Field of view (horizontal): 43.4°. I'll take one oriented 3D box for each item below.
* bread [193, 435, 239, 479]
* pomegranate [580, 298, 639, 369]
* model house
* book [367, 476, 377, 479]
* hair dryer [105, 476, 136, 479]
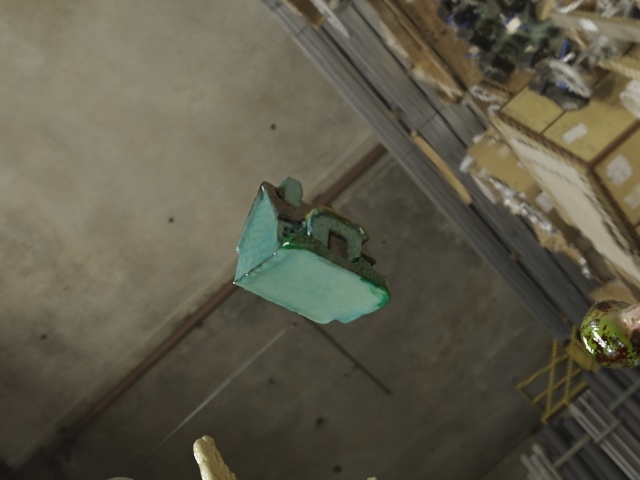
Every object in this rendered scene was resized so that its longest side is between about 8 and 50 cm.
[{"bbox_3d":[-0.230,0.583,1.911,0.250,0.039,0.182,57,-177,4],"label":"bread"},{"bbox_3d":[0.577,0.169,1.518,0.126,0.163,0.138,29,-141,-45],"label":"pomegranate"},{"bbox_3d":[0.000,0.000,1.666,0.281,0.230,0.248,28,-128,-26],"label":"model house"},{"bbox_3d":[0.147,0.749,1.979,0.202,0.027,0.264,-111,16,-57],"label":"book"},{"bbox_3d":[-0.195,0.434,1.056,0.303,0.116,0.244,34,168,-4],"label":"hair dryer"}]
